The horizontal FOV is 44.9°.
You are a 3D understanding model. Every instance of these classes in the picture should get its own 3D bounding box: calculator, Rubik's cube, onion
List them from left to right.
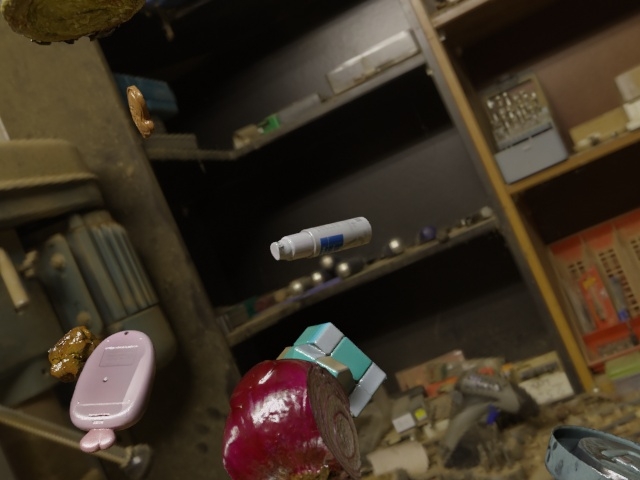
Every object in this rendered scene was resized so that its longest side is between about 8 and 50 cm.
[{"bbox_3d":[-0.255,0.181,0.953,0.103,0.024,0.166,-5,48,14],"label":"calculator"},{"bbox_3d":[-0.062,0.312,1.228,0.207,0.206,0.216,-33,28,11],"label":"onion"},{"bbox_3d":[0.000,0.319,1.664,0.213,0.224,0.265,-49,8,-23],"label":"Rubik's cube"}]

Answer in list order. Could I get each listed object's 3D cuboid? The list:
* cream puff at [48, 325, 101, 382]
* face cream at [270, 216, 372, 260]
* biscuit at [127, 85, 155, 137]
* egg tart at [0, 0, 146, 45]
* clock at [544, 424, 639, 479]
[{"bbox_3d":[-0.507,0.238,1.609,0.116,0.094,0.122,-38,7,30],"label":"cream puff"},{"bbox_3d":[0.000,0.000,0.881,0.130,0.034,0.034,-13,-7,-37],"label":"face cream"},{"bbox_3d":[-0.418,-0.291,1.799,0.023,0.118,0.140,-26,-30,-20],"label":"biscuit"},{"bbox_3d":[-0.426,-0.440,1.354,0.279,0.095,0.279,-22,-8,-3],"label":"egg tart"},{"bbox_3d":[0.368,0.281,0.901,0.215,0.042,0.215,17,7,-2],"label":"clock"}]
